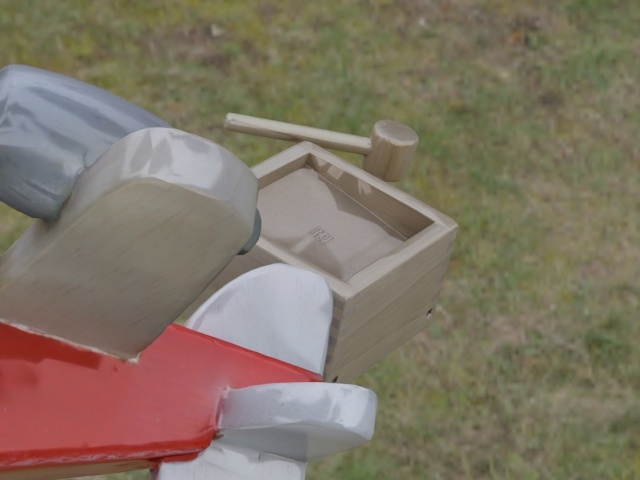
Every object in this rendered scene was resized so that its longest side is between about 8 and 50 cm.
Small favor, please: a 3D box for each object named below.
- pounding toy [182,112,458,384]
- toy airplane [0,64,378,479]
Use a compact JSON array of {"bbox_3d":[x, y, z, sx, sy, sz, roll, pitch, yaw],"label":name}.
[{"bbox_3d":[-0.004,-0.006,1.037,0.181,0.094,0.206,30,36,24],"label":"pounding toy"},{"bbox_3d":[-0.163,0.033,0.804,0.386,0.384,0.272,-15,75,16],"label":"toy airplane"}]
